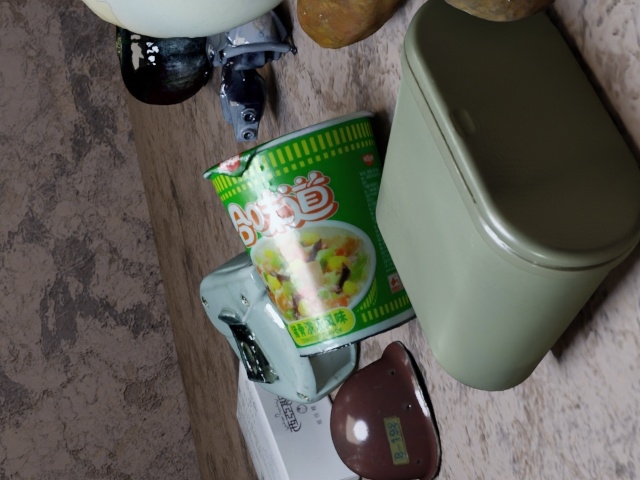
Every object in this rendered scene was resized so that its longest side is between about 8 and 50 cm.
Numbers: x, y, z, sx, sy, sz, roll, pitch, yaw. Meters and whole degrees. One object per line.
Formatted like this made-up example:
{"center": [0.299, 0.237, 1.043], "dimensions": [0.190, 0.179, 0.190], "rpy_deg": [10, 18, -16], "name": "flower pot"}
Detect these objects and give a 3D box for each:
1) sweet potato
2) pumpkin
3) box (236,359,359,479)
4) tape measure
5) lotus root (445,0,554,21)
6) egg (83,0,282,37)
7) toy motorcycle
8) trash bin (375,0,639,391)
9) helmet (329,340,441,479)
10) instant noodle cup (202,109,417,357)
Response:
{"center": [0.050, -0.264, 0.939], "dimensions": [0.292, 0.097, 0.097], "rpy_deg": [-49, 55, 60], "name": "sweet potato"}
{"center": [-0.293, -0.357, 1.863], "dimensions": [0.233, 0.163, 0.233], "rpy_deg": [169, 90, -73], "name": "pumpkin"}
{"center": [-0.044, 0.321, 1.634], "dimensions": [0.203, 0.116, 0.274], "rpy_deg": [97, 155, -48], "name": "box"}
{"center": [-0.062, 0.112, 1.417], "dimensions": [0.246, 0.125, 0.243], "rpy_deg": [60, 156, -6], "name": "tape measure"}
{"center": [0.116, -0.214, 0.702], "dimensions": [0.081, 0.112, 0.122], "rpy_deg": [88, 161, -55], "name": "lotus root"}
{"center": [-0.135, -0.346, 1.031], "dimensions": [0.345, 0.283, 0.283], "rpy_deg": [18, 123, 42], "name": "egg"}
{"center": [-0.101, -0.254, 1.416], "dimensions": [0.159, 0.106, 0.270], "rpy_deg": [-113, 22, -48], "name": "toy motorcycle"}
{"center": [0.131, -0.028, 0.799], "dimensions": [0.247, 0.121, 0.243], "rpy_deg": [98, 154, -58], "name": "trash bin"}
{"center": [0.065, 0.215, 1.223], "dimensions": [0.155, 0.106, 0.175], "rpy_deg": [-145, 49, -66], "name": "helmet"}
{"center": [0.000, 0.000, 1.132], "dimensions": [0.207, 0.207, 0.232], "rpy_deg": [163, 88, -74], "name": "instant noodle cup"}
